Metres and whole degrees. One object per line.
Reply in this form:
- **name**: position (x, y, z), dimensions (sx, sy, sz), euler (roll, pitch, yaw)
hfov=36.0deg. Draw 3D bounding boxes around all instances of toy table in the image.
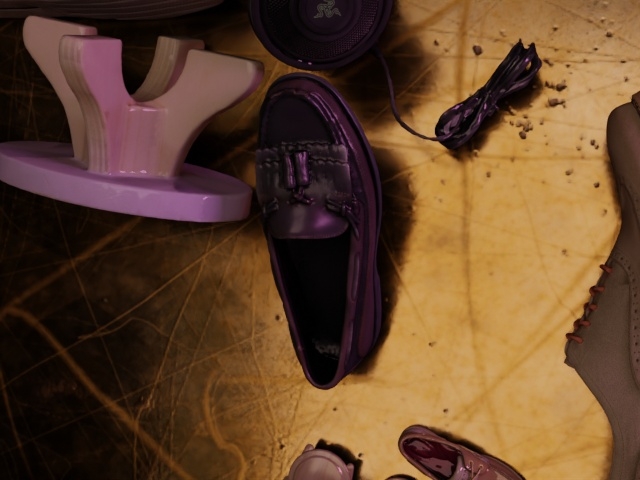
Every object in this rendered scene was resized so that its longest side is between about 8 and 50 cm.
- **toy table**: position (-0.192, -0.124, 0.979), dimensions (0.274, 0.252, 0.160), euler (11, 104, 4)

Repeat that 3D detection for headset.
- **headset**: position (0.022, -0.252, 0.935), dimensions (0.185, 0.243, 0.394), euler (-41, 98, 12)

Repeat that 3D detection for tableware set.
- **tableware set**: position (0.032, 0.289, 0.985), dimensions (0.169, 0.020, 0.141), euler (16, 95, 10)

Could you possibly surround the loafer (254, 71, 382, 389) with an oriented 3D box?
- **loafer**: position (0.000, 0.000, 0.910), dimensions (0.109, 0.095, 0.302), euler (-1, 118, 18)

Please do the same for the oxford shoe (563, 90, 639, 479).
- **oxford shoe**: position (0.284, 0.063, 0.884), dimensions (0.147, 0.140, 0.396), euler (-9, 81, 21)

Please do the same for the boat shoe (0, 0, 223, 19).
- **boat shoe**: position (-0.260, -0.306, 1.060), dimensions (0.335, 0.121, 0.119), euler (5, 91, 17)

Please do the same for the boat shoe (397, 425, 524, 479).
- **boat shoe**: position (0.134, 0.224, 0.953), dimensions (0.135, 0.045, 0.050), euler (22, 91, 15)
